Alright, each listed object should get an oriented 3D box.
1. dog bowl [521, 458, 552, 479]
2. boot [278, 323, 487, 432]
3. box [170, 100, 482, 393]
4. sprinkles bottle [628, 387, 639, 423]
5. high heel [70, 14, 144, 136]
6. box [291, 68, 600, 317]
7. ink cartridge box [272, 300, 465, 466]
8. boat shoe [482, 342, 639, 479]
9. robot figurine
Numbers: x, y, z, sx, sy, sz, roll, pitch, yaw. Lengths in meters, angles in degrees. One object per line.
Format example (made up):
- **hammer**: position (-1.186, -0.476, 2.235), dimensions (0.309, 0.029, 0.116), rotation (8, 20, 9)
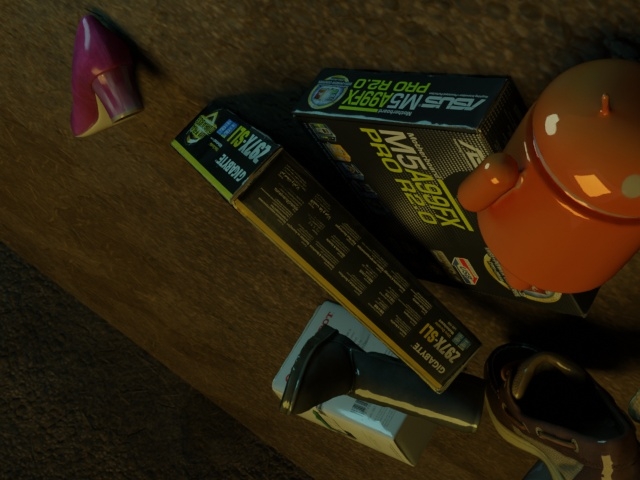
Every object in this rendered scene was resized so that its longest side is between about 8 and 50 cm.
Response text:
- **dog bowl**: position (0.445, 0.400, 1.428), dimensions (0.348, 0.102, 0.349), rotation (28, 158, 12)
- **boot**: position (0.074, 0.170, 1.123), dimensions (0.208, 0.189, 0.076), rotation (25, 117, 9)
- **box**: position (0.000, 0.000, 1.092), dimensions (0.322, 0.079, 0.257), rotation (43, 180, -27)
- **sprinkles bottle**: position (0.434, 0.246, 0.892), dimensions (0.355, 0.121, 0.121), rotation (51, 168, 27)
- **high heel**: position (-0.271, -0.191, 1.209), dimensions (0.117, 0.082, 0.244), rotation (68, 165, -9)
- **box**: position (0.125, -0.044, 0.957), dimensions (0.216, 0.060, 0.270), rotation (13, 152, 43)
- **ink cartridge box**: position (0.066, 0.197, 1.435), dimensions (0.219, 0.160, 0.092), rotation (17, 154, 37)
- **boat shoe**: position (0.254, 0.170, 1.091), dimensions (0.342, 0.123, 0.123), rotation (-110, 4, -71)
- **robot figurine**: position (0.192, -0.044, 0.743), dimensions (0.158, 0.128, 0.219), rotation (27, 146, 2)
